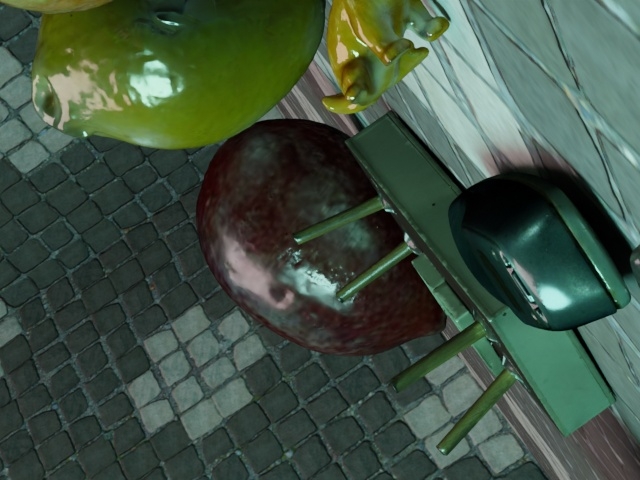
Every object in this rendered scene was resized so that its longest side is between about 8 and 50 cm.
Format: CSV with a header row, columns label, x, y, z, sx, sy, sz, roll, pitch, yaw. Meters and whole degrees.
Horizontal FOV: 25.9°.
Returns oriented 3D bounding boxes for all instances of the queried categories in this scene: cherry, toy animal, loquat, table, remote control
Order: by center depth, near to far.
label,x,y,z,sx,sy,sz,roll,pitch,yaw
toy animal,0.008,-0.101,0.574,0.083,0.060,0.081,51,145,6
remote control,0.093,0.006,0.628,0.072,0.042,0.222,57,180,-1
loquat,-0.089,-0.131,0.847,0.152,0.195,0.152,53,164,22
table,0.073,0.035,0.928,0.121,0.111,0.240,54,-179,-36
cherry,0.000,0.000,1.350,0.300,0.203,0.230,40,173,22

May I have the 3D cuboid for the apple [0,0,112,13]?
label,x,y,z,sx,sy,sz,roll,pitch,yaw
apple,-0.140,-0.217,0.708,0.195,0.173,0.160,52,-177,-16

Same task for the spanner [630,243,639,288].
label,x,y,z,sx,sy,sz,roll,pitch,yaw
spanner,0.173,0.097,0.505,0.254,0.015,0.054,55,-179,-28
